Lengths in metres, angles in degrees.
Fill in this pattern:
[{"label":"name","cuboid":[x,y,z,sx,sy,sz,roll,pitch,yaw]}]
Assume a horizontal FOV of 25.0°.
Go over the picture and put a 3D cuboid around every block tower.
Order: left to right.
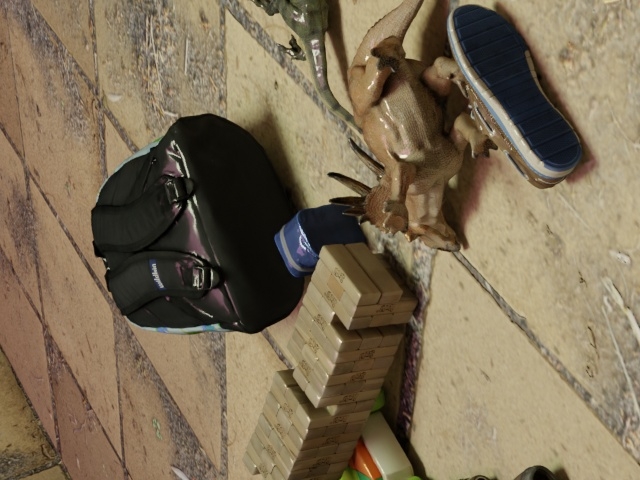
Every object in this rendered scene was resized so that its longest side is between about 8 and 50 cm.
[{"label":"block tower","cuboid":[0.009,0.163,1.698,0.097,0.091,0.335,53,135,39]}]

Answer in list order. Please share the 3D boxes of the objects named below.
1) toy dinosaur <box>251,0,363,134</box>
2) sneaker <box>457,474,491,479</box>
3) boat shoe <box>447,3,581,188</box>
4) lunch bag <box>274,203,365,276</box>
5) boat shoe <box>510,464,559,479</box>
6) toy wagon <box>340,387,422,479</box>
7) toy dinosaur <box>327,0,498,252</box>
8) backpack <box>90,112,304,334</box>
[{"label":"toy dinosaur","cuboid":[-0.022,-0.245,1.610,0.118,0.064,0.268,12,122,57]},{"label":"sneaker","cuboid":[0.168,0.288,1.595,0.188,0.066,0.071,14,101,57]},{"label":"boat shoe","cuboid":[0.159,-0.123,1.278,0.183,0.066,0.066,64,157,18]},{"label":"lunch bag","cuboid":[0.000,0.000,1.699,0.065,0.098,0.067,-39,68,47]},{"label":"boat shoe","cuboid":[0.243,0.324,1.410,0.073,0.080,0.223,103,147,-60]},{"label":"toy wagon","cuboid":[0.064,0.308,1.819,0.344,0.068,0.267,17,123,63]},{"label":"toy dinosaur","cuboid":[0.074,-0.115,1.418,0.200,0.127,0.295,-163,63,-71]},{"label":"backpack","cuboid":[-0.175,-0.003,1.937,0.356,0.273,0.290,-21,89,46]}]
